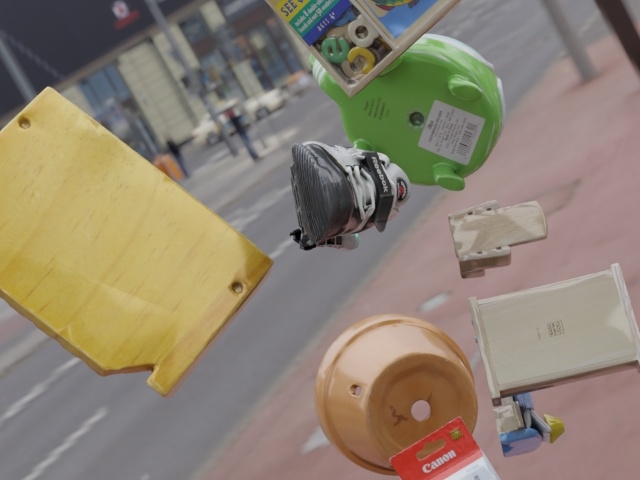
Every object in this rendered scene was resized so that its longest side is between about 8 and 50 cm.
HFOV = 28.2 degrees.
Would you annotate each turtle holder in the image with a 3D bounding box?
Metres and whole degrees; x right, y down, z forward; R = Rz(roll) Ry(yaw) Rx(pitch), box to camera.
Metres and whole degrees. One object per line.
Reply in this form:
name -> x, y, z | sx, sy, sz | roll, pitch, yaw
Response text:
turtle holder -> 0.145, -0.222, 2.085 | 0.320, 0.243, 0.227 | -4, 24, 21

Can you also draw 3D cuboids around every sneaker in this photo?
sneaker -> 0.000, 0.000, 1.738 | 0.098, 0.038, 0.069 | 11, 22, 42
sneaker -> 0.040, -0.068, 1.556 | 0.146, 0.123, 0.330 | -9, 4, -2

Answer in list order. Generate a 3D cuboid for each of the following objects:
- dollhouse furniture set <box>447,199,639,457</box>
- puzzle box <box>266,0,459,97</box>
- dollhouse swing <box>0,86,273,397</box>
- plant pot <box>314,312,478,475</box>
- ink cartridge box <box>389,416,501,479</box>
dollhouse furniture set -> 0.311, 0.121, 1.754 | 0.198, 0.286, 0.303 | -13, -22, 5
puzzle box -> 0.092, -0.403, 1.563 | 0.409, 0.272, 0.052 | -41, 1, 31
dollhouse swing -> -0.278, 0.037, 1.607 | 0.315, 0.347, 0.305 | -52, -1, -31
plant pot -> 0.151, 0.280, 2.217 | 0.291, 0.291, 0.203 | -30, 8, -9
ink cartridge box -> 0.207, 0.390, 2.005 | 0.145, 0.179, 0.045 | -34, -6, 16
